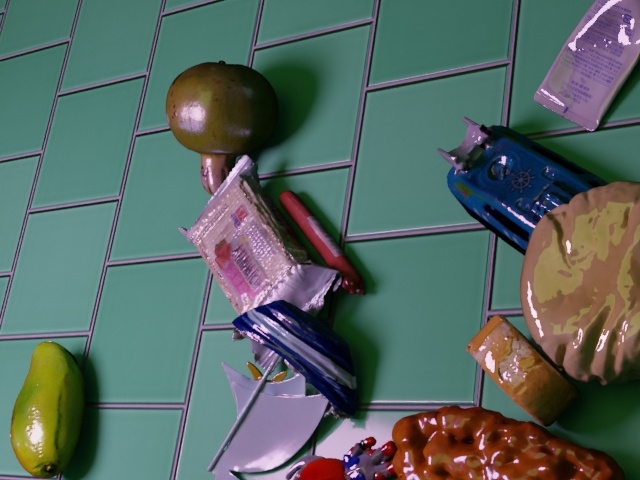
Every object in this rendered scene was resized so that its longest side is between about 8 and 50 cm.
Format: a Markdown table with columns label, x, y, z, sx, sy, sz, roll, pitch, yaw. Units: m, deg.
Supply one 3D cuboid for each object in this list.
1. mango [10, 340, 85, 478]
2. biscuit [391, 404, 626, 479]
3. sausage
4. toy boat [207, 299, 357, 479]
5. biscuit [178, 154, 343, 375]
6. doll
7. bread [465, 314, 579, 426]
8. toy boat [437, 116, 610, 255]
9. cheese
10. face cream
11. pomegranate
| label | x | y | z | sx | sy | sz | roll | pitch | yaw |
| --- | --- | --- | --- | --- | --- | --- | --- | --- | --- |
| mango | -0.442 | 0.274 | 1.806 | 0.125 | 0.111 | 0.233 | -24 | 55 | 21 |
| biscuit | 0.181 | 0.354 | 1.291 | 0.318 | 0.110 | 0.312 | 15 | 80 | 41 |
| sausage | 0.000 | 0.000 | 1.648 | 0.034 | 0.034 | 0.253 | -46 | 49 | 11 |
| toy boat | -0.077 | 0.239 | 1.555 | 0.220 | 0.067 | 0.291 | 34 | 100 | 18 |
| biscuit | -0.091 | 0.027 | 1.673 | 0.186 | 0.079 | 0.309 | -49 | 48 | 17 |
| doll | 0.019 | 0.320 | 1.466 | 0.194 | 0.062 | 0.104 | -28 | 73 | 15 |
| bread | 0.241 | 0.149 | 1.333 | 0.073 | 0.122 | 0.149 | -47 | 50 | 6 |
| toy boat | 0.275 | -0.056 | 1.429 | 0.134 | 0.092 | 0.299 | -52 | 48 | 1 |
| cheese | 0.336 | 0.049 | 1.284 | 0.214 | 0.117 | 0.226 | -16 | 72 | 21 |
| face cream | 0.378 | -0.262 | 1.475 | 0.114 | 0.070 | 0.224 | 39 | 107 | 42 |
| pomegranate | -0.152 | -0.186 | 1.771 | 0.179 | 0.179 | 0.211 | -24 | 76 | 27 |
